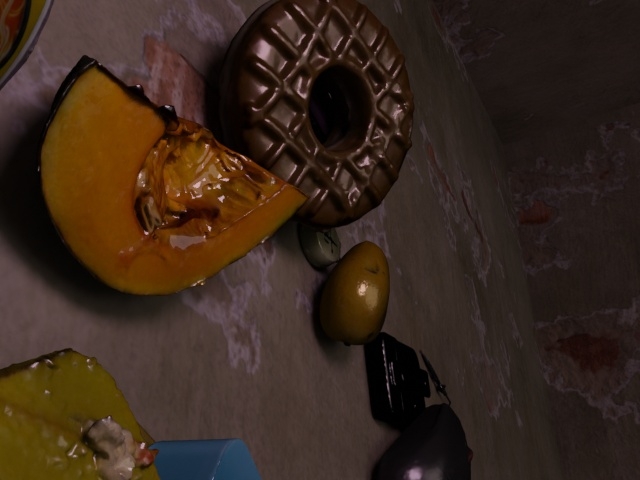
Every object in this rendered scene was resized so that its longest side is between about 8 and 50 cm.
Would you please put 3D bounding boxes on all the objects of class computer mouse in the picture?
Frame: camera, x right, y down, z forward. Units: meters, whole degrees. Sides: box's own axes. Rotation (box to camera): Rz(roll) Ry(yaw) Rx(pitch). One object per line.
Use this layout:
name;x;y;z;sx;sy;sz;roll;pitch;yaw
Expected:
computer mouse;0.185;0.382;1.142;0.269;0.100;0.170;-26;109;-58

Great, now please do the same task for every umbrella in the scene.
umbrella;0.240;0.283;1.469;0.148;0.022;0.022;66;-13;-17

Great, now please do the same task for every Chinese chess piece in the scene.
Chinese chess piece;0.000;0.000;1.101;0.084;0.034;0.084;45;36;-46

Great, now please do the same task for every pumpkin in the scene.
pumpkin;-0.169;-0.044;0.688;0.312;0.148;0.169;27;89;-49

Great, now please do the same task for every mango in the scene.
mango;0.060;0.075;1.079;0.195;0.098;0.137;-66;162;-44

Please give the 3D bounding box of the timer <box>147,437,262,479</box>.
timer;-0.092;0.325;0.610;0.250;0.091;0.232;62;30;-33

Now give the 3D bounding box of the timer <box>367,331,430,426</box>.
timer;0.140;0.243;1.230;0.187;0.055;0.144;34;45;-57

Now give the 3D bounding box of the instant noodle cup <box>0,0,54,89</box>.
instant noodle cup;-0.279;-0.177;0.284;0.254;0.326;0.325;7;68;-75

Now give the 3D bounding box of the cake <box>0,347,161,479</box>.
cake;-0.208;0.176;0.390;0.260;0.156;0.179;-19;86;-65

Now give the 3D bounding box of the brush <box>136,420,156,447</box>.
brush;-0.134;0.236;0.680;0.218;0.010;0.082;59;27;-30

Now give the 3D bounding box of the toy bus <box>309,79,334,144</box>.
toy bus;-0.013;-0.174;1.104;0.178;0.098;0.087;60;26;-30

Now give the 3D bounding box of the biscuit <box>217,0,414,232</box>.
biscuit;0.003;-0.181;0.982;0.332;0.103;0.332;-4;97;-40
